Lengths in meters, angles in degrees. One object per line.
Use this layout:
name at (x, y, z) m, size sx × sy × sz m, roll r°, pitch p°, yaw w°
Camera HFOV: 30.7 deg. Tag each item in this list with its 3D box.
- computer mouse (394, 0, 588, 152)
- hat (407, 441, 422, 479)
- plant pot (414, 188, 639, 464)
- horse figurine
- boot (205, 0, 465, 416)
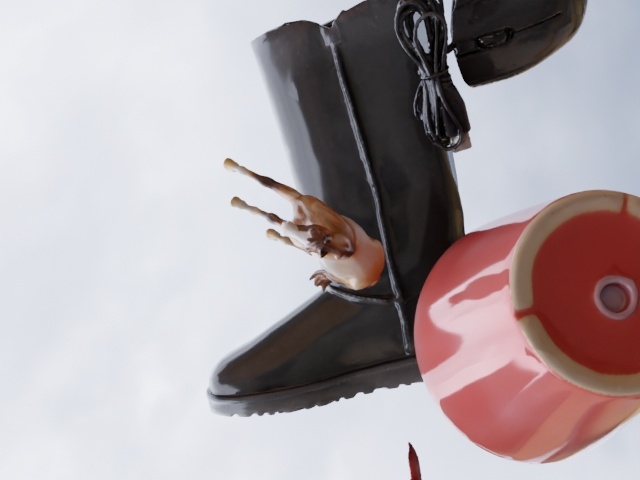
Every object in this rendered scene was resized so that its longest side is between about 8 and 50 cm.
computer mouse at (0.211, -0.230, 1.277) m, size 0.272 × 0.072 × 0.188 m, roll -37°, pitch -54°, yaw -24°
hat at (0.180, 0.408, 1.659) m, size 0.173 × 0.184 × 0.208 m, roll 41°, pitch -165°, yaw 28°
plant pot at (0.249, 0.077, 1.166) m, size 0.274 × 0.243 × 0.275 m, roll 2°, pitch -105°, yaw -8°
horse figurine at (0.000, 0.000, 1.208) m, size 0.066 × 0.174 × 0.263 m, roll -58°, pitch -31°, yaw -7°
boot at (-0.010, -0.037, 1.405) m, size 0.146 × 0.367 × 0.445 m, roll -65°, pitch -38°, yaw -79°
